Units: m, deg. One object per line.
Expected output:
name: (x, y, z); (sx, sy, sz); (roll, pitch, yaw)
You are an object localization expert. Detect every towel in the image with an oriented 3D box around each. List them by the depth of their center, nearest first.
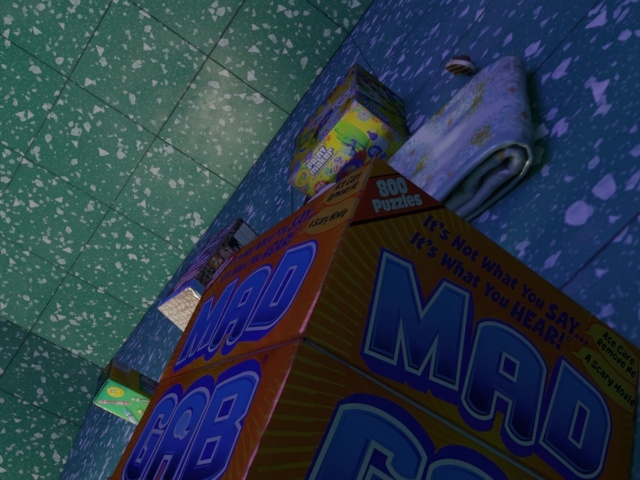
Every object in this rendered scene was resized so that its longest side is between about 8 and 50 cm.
towel: (0.237, -0.147, 1.156); (0.374, 0.090, 0.321); (-42, 24, 38)

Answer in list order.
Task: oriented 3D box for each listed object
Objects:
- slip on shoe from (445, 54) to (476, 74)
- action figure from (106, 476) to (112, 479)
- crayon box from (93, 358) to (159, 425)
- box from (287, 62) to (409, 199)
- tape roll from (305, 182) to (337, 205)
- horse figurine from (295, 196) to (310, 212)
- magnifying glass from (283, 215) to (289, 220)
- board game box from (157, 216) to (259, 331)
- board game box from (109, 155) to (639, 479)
slip on shoe: (0.330, -0.411, 1.428); (0.041, 0.051, 0.135); (-57, 10, 8)
action figure: (-0.404, 0.646, 1.420); (0.370, 0.248, 0.275); (-55, -9, 9)
crayon box: (-0.487, 0.453, 1.726); (0.081, 0.278, 0.165); (-56, 17, -2)
box: (0.071, -0.274, 1.663); (0.290, 0.177, 0.279); (-46, 20, 29)
tape roll: (0.000, 0.000, 1.512); (0.286, 0.100, 0.286); (-50, 19, 24)
horse figurine: (-0.031, -0.066, 1.764); (0.174, 0.066, 0.263); (-40, 26, 28)
magnifying glass: (-0.116, 0.032, 1.559); (0.092, 0.026, 0.231); (-37, 28, 48)
board game box: (-0.223, 0.128, 1.561); (0.141, 0.232, 0.291); (-31, 19, 37)
board game box: (0.038, 0.209, 0.627); (0.356, 0.356, 0.356); (-29, 33, 55)
